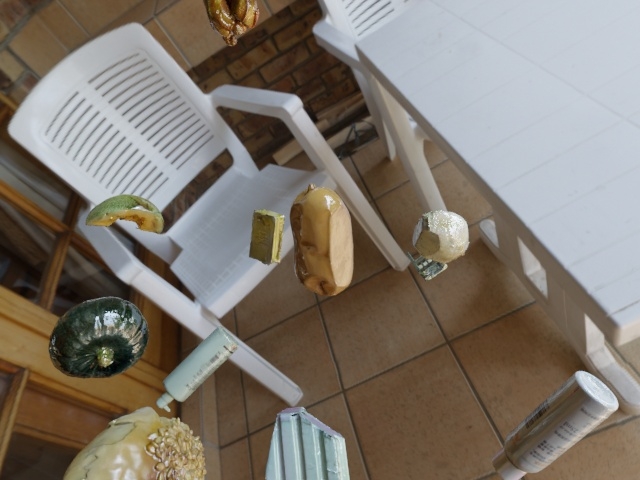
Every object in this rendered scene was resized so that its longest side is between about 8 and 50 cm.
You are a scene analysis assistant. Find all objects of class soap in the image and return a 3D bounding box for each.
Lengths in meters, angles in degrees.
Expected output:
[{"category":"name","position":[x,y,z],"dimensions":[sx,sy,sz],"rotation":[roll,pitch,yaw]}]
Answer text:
[{"category":"soap","position":[-0.039,0.787,1.367],"dimensions":[0.261,0.156,0.446],"rotation":[-11,76,13]},{"category":"soap","position":[-0.238,-0.014,1.845],"dimensions":[0.135,0.233,0.076],"rotation":[20,24,30]}]

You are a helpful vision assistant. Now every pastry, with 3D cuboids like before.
[{"category":"pastry","position":[-0.400,0.591,0.924],"dimensions":[0.245,0.409,0.410],"rotation":[1,53,9]}]

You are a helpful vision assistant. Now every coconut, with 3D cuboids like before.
[{"category":"coconut","position":[0.423,-0.013,1.438],"dimensions":[0.194,0.194,0.194],"rotation":[-17,47,19]}]

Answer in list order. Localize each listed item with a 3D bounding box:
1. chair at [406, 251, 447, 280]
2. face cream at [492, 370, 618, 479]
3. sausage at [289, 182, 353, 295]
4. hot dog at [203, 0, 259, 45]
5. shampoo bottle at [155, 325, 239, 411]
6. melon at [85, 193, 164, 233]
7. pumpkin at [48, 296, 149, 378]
[{"category":"chair","position":[0.542,0.119,2.067],"dimensions":[0.136,0.147,0.270],"rotation":[-38,16,10]},{"category":"face cream","position":[0.422,0.359,0.780],"dimensions":[0.269,0.082,0.082],"rotation":[-61,36,27]},{"category":"sausage","position":[0.000,0.000,0.874],"dimensions":[0.136,0.241,0.120],"rotation":[16,28,37]},{"category":"hot dog","position":[-0.270,-0.727,1.250],"dimensions":[0.158,0.117,0.349],"rotation":[-25,61,9]},{"category":"shampoo bottle","position":[-0.349,0.359,1.161],"dimensions":[0.262,0.085,0.085],"rotation":[-44,44,-10]},{"category":"melon","position":[-0.414,-0.069,0.918],"dimensions":[0.128,0.160,0.079],"rotation":[-22,68,40]},{"category":"pumpkin","position":[-0.518,0.236,0.987],"dimensions":[0.211,0.211,0.152],"rotation":[-38,29,-2]}]
